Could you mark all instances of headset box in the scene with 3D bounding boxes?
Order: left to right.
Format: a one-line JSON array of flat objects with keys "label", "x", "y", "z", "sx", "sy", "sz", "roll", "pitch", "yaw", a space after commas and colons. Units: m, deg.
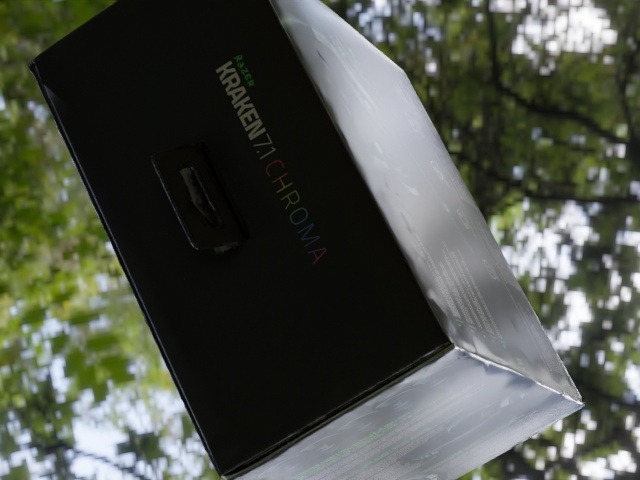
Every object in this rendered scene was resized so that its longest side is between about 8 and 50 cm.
[{"label": "headset box", "x": 0.000, "y": 0.000, "z": 0.864, "sx": 0.131, "sy": 0.283, "sz": 0.246, "roll": -32, "pitch": -110, "yaw": 13}]
